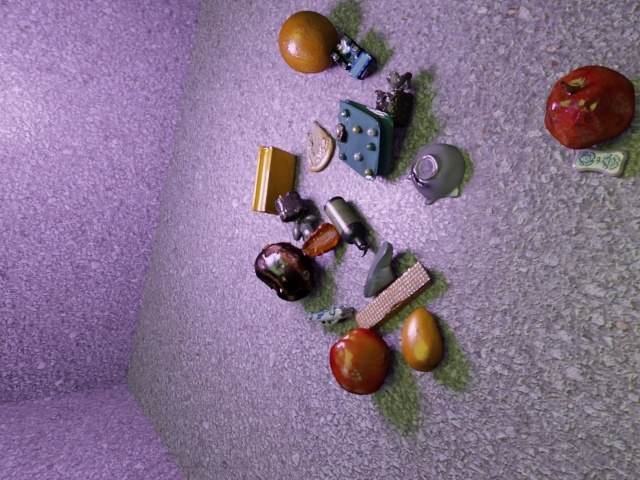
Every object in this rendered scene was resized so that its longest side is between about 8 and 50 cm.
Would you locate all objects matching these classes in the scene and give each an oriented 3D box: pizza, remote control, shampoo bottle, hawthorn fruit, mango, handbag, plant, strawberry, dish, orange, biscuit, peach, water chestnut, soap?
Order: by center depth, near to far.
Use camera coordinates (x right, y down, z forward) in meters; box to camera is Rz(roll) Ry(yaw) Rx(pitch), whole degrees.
[{"bbox_3d":[0.680,-0.363,1.045,0.208,0.243,0.207,-26,54,43],"label":"hawthorn fruit"},{"bbox_3d":[0.760,-0.216,1.096,0.122,0.032,0.074,21,100,43],"label":"remote control"},{"bbox_3d":[0.350,0.341,1.390,0.145,0.113,0.219,-17,62,43],"label":"mango"},{"bbox_3d":[0.391,-0.242,1.428,0.236,0.086,0.227,38,112,41],"label":"dish"},{"bbox_3d":[0.153,0.454,1.508,0.244,0.199,0.243,0,88,3],"label":"peach"},{"bbox_3d":[0.270,0.223,1.514,0.378,0.054,0.094,-48,53,30],"label":"biscuit"},{"bbox_3d":[0.285,-0.539,1.537,0.143,0.131,0.203,3,86,48],"label":"plant"},{"bbox_3d":[0.159,-0.390,1.585,0.274,0.100,0.268,41,147,37],"label":"handbag"},{"bbox_3d":[0.118,-0.059,1.667,0.101,0.101,0.283,-52,53,28],"label":"shampoo bottle"},{"bbox_3d":[0.000,0.000,1.741,0.121,0.188,0.082,62,174,-3],"label":"strawberry"},{"bbox_3d":[-0.140,0.118,1.818,0.300,0.300,0.299,-7,81,44],"label":"water chestnut"},{"bbox_3d":[-0.052,-0.893,1.822,0.274,0.274,0.274,-7,81,44],"label":"orange"},{"bbox_3d":[-0.096,-0.094,1.857,0.149,0.146,0.274,-34,73,3],"label":"plant"},{"bbox_3d":[-0.015,-0.457,1.893,0.181,0.034,0.261,-31,64,39],"label":"pizza"},{"bbox_3d":[-0.222,-0.288,1.964,0.096,0.204,0.324,7,91,35],"label":"soap"}]

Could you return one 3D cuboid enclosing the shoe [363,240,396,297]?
[{"bbox_3d":[0.241,0.122,1.539,0.100,0.103,0.250,19,119,2],"label":"shoe"}]

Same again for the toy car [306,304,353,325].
[{"bbox_3d":[0.038,0.323,1.710,0.224,0.090,0.076,-21,77,42],"label":"toy car"}]

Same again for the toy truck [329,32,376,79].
[{"bbox_3d":[0.146,-0.769,1.708,0.113,0.126,0.208,-50,57,28],"label":"toy truck"}]
